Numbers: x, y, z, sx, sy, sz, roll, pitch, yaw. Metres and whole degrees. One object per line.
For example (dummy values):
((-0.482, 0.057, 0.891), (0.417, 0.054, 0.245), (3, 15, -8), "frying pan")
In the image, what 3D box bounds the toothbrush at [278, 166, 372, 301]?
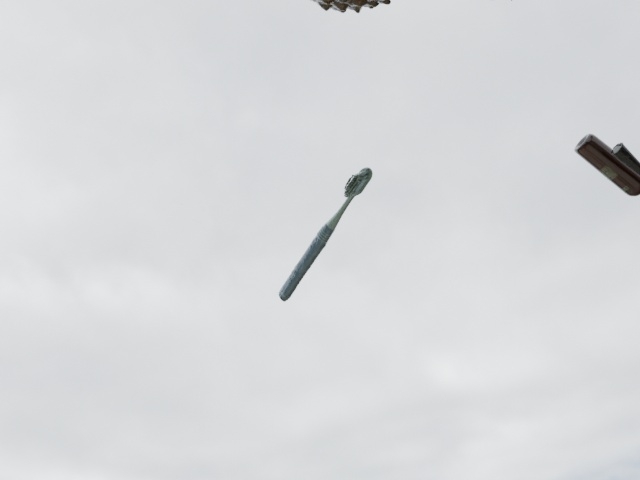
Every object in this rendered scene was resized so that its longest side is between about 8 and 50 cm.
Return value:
((0.000, 0.000, 0.772), (0.019, 0.016, 0.219), (-30, -18, -42), "toothbrush")

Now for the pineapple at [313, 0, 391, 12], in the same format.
((0.054, -0.147, 0.411), (0.125, 0.058, 0.058), (17, -23, 22), "pineapple")

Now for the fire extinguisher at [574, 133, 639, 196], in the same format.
((0.290, -0.066, 0.697), (0.100, 0.032, 0.046), (39, -36, 1), "fire extinguisher")
